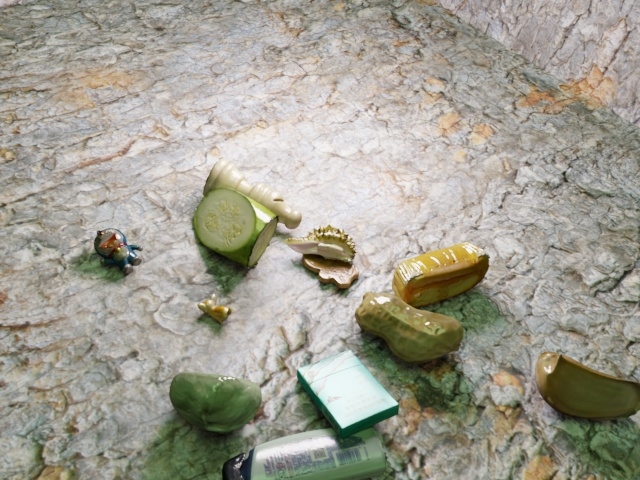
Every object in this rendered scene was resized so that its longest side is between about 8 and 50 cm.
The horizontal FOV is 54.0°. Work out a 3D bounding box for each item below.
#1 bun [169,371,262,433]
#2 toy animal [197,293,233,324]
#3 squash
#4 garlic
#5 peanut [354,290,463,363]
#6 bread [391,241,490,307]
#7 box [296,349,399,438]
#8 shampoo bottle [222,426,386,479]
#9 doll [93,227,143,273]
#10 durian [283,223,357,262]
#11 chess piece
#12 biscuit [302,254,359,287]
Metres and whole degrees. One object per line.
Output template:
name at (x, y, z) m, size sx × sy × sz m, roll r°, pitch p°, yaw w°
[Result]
bun at (-0.243, 0.375, 1.447) m, size 0.213 × 0.204 × 0.126 m, roll -2°, pitch 67°, yaw 31°
toy animal at (-0.279, 0.179, 1.667) m, size 0.083 × 0.081 × 0.060 m, roll 42°, pitch 53°, yaw -1°
squash at (-0.268, -0.053, 1.800) m, size 0.261 × 0.189 × 0.189 m, roll 30°, pitch 49°, yaw 9°
garlic at (0.709, 0.386, 1.606) m, size 0.339 × 0.196 × 0.151 m, roll 19°, pitch 63°, yaw 2°
peanut at (0.228, 0.237, 1.672) m, size 0.291 × 0.143 × 0.159 m, roll 21°, pitch 56°, yaw 14°
bread at (0.341, 0.098, 1.813) m, size 0.288 × 0.152 × 0.119 m, roll -15°, pitch 47°, yaw -24°
box at (0.062, 0.369, 1.539) m, size 0.161 × 0.042 × 0.226 m, roll -14°, pitch 34°, yaw -25°
shampoo bottle at (-0.040, 0.500, 1.420) m, size 0.360 × 0.078 × 0.134 m, roll -6°, pitch 45°, yaw -17°
doll at (-0.567, 0.023, 1.740) m, size 0.152 × 0.085 × 0.114 m, roll 43°, pitch 72°, yaw 12°
durian at (0.004, -0.004, 1.850) m, size 0.224 × 0.078 × 0.140 m, roll 3°, pitch 42°, yaw -16°
chess piece at (-0.198, -0.120, 1.919) m, size 0.307 × 0.138 × 0.124 m, roll 30°, pitch 9°, yaw 7°
biscuit at (0.024, 0.076, 1.849) m, size 0.184 × 0.027 × 0.133 m, roll 22°, pitch 44°, yaw 9°
